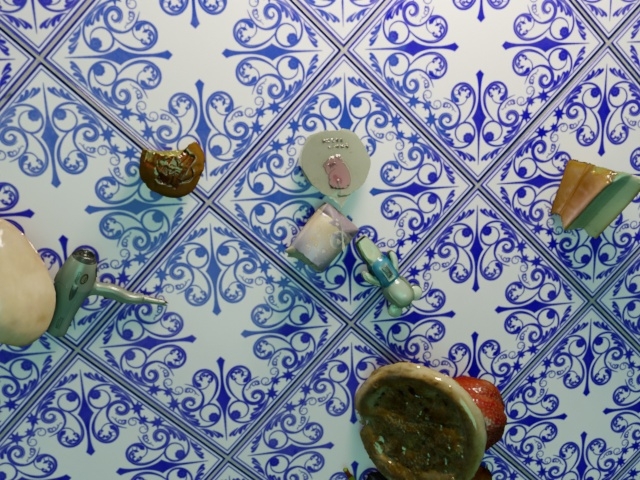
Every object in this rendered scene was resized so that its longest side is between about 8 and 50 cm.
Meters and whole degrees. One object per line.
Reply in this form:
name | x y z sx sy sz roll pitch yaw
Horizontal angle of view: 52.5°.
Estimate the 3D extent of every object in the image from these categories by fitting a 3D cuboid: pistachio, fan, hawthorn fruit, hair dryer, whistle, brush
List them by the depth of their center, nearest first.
pistachio | -0.729 0.097 1.467 0.229 0.230 0.309 -13 95 -7
hair dryer | -0.548 0.169 1.595 0.267 0.092 0.229 38 101 -25
fan | 0.045 -0.125 1.605 0.182 0.010 0.311 -6 84 -7
whistle | 0.167 0.087 1.696 0.114 0.077 0.236 -39 100 -9
hawthorn fruit | 0.372 0.472 1.759 0.253 0.205 0.205 -1 103 2
brush | 0.084 0.669 1.837 0.018 0.021 0.083 -30 111 -1
hawthorn fruit | 0.457 0.690 1.879 0.093 0.081 0.081 -31 106 -3

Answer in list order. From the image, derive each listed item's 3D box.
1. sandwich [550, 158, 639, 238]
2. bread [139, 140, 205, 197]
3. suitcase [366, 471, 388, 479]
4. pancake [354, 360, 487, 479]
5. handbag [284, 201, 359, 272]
sandwich | 0.705 -0.100 1.668 0.108 0.220 0.186 12 100 -14
bread | -0.347 -0.166 1.538 0.156 0.086 0.125 -10 105 -7
suitcase | 0.231 0.793 1.725 0.152 0.335 0.230 7 101 -27
pancake | 0.246 0.495 1.698 0.382 0.071 0.383 10 108 33
handbag | 0.000 0.000 1.640 0.117 0.095 0.173 41 85 -9
